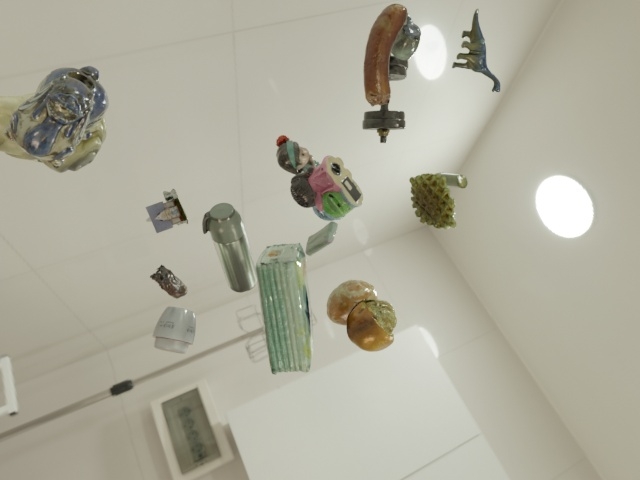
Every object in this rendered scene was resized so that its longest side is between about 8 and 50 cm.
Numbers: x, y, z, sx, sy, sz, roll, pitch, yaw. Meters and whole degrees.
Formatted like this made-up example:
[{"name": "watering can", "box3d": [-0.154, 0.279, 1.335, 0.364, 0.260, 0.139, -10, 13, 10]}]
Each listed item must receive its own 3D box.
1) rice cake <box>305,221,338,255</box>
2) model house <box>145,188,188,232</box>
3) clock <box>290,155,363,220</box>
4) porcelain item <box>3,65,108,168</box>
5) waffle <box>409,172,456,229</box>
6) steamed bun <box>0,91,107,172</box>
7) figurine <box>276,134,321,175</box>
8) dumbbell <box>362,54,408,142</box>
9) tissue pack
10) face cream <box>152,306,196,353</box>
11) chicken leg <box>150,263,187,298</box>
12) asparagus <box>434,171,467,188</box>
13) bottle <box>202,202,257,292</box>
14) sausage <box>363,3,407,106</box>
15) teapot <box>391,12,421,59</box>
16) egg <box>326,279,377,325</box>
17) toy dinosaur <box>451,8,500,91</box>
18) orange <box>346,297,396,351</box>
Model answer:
[{"name": "rice cake", "box3d": [0.000, -0.001, 1.652, 0.222, 0.042, 0.080, -32, -140, 63]}, {"name": "model house", "box3d": [-0.476, -0.085, 1.388, 0.167, 0.088, 0.117, 6, -62, 59]}, {"name": "clock", "box3d": [0.012, -0.148, 1.437, 0.196, 0.100, 0.194, -23, -71, 42]}, {"name": "porcelain item", "box3d": [-0.528, -0.282, 0.951, 0.138, 0.186, 0.288, 35, 26, -27]}, {"name": "waffle", "box3d": [0.400, -0.141, 1.650, 0.214, 0.054, 0.207, 8, -60, 62]}, {"name": "steamed bun", "box3d": [-0.800, -0.329, 1.416, 0.394, 0.347, 0.237, -47, 124, -64]}, {"name": "figurine", "box3d": [-0.066, -0.290, 1.734, 0.246, 0.110, 0.138, 30, 20, -38]}, {"name": "dumbbell", "box3d": [0.266, -0.600, 1.900, 0.185, 0.185, 0.388, -156, -116, -65]}, {"name": "tissue pack", "box3d": [-0.117, 0.226, 1.599, 0.287, 0.162, 0.387, -87, 170, -79]}, {"name": "face cream", "box3d": [-0.325, 0.201, 1.034, 0.091, 0.091, 0.095, 128, -26, -69]}, {"name": "chicken leg", "box3d": [-0.562, 0.163, 1.740, 0.234, 0.063, 0.105, 61, 7, -54]}, {"name": "asparagus", "box3d": [0.533, -0.250, 1.906, 0.278, 0.067, 0.060, -141, -136, -76]}, {"name": "bottle", "box3d": [-0.218, 0.024, 1.114, 0.079, 0.096, 0.253, -105, -173, -45]}, {"name": "sausage", "box3d": [0.179, -0.543, 1.332, 0.076, 0.103, 0.302, 8, -92, 66]}, {"name": "teapot", "box3d": [0.312, -0.740, 1.658, 0.108, 0.111, 0.149, 143, -44, -63]}, {"name": "egg", "box3d": [0.134, 0.268, 1.967, 0.195, 0.233, 0.195, 52, -4, 5]}, {"name": "toy dinosaur", "box3d": [0.564, -0.649, 1.579, 0.075, 0.188, 0.247, -89, -171, -68]}, {"name": "orange", "box3d": [0.146, 0.236, 1.280, 0.134, 0.156, 0.156, 53, -9, -28]}]
